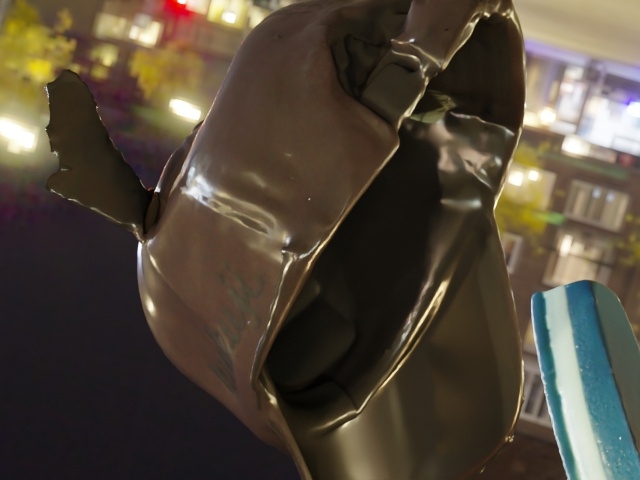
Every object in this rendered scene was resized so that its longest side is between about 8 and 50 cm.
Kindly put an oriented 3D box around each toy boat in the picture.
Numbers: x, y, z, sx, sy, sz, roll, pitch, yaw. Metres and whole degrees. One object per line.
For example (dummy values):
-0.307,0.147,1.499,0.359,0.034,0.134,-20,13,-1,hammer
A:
0.240,0.170,1.201,0.062,0.299,0.096,-27,148,27,toy boat

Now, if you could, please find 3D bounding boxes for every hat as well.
-0.019,0.013,0.804,0.209,0.336,0.238,18,-145,31,hat
